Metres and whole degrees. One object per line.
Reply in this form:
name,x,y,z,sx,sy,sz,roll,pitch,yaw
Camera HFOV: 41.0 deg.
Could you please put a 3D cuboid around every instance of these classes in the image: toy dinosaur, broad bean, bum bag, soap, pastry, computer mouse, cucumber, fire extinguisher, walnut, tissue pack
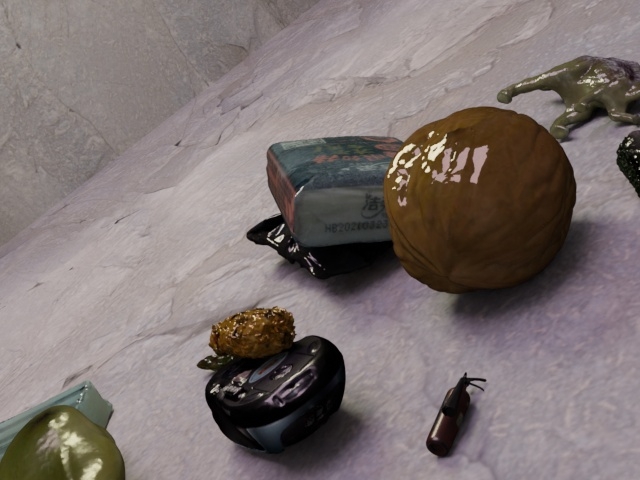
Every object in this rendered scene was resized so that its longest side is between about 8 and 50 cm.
toy dinosaur,0.395,-0.216,1.235,0.162,0.077,0.294,-39,36,-26
broad bean,-0.323,0.307,1.039,0.189,0.121,0.263,-35,23,-3
bum bag,0.000,0.000,1.313,0.137,0.074,0.310,-25,24,-22
soap,-0.414,0.294,1.270,0.198,0.063,0.114,-26,24,18
pastry,-0.080,0.107,0.981,0.080,0.056,0.140,-23,0,-19
computer mouse,-0.045,0.176,0.966,0.137,0.096,0.233,-31,8,-20
cucumber,0.372,-0.048,0.917,0.067,0.067,0.245,-25,24,19
fire extinguisher,0.129,0.157,0.829,0.032,0.046,0.100,-1,37,33
walnut,0.180,-0.042,0.985,0.228,0.228,0.228,-28,22,12
tissue pack,0.047,-0.085,1.277,0.228,0.103,0.315,-5,18,-9

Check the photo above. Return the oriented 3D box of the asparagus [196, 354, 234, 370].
asparagus,-0.086,0.161,1.149,0.236,0.027,0.034,-9,21,45
